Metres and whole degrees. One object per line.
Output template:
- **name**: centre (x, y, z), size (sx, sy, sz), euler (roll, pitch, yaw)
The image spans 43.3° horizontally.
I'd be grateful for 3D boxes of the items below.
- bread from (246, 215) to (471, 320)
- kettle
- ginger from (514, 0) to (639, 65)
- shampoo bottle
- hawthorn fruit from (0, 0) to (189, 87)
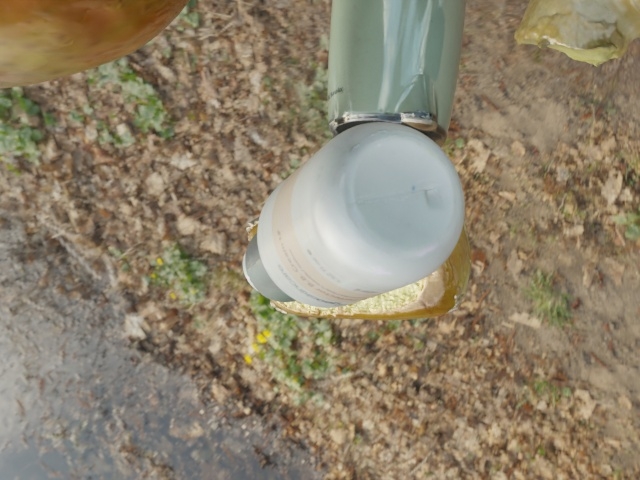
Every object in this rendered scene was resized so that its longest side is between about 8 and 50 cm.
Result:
- **bread**: centre (0.050, 0.020, 1.035), size (0.288, 0.119, 0.153), euler (-1, 115, 29)
- **kettle**: centre (0.081, -0.232, 0.999), size (0.240, 0.165, 0.255), euler (167, 108, -64)
- **ginger**: centre (0.326, -0.268, 0.822), size (0.267, 0.138, 0.152), euler (-31, 55, 32)
- **shampoo bottle**: centre (0.000, 0.000, 0.419), size (0.074, 0.074, 0.192), euler (56, 155, -3)
- **hawthorn fruit**: centre (-0.247, -0.346, 0.637), size (0.471, 0.472, 0.472), euler (6, 108, 19)
